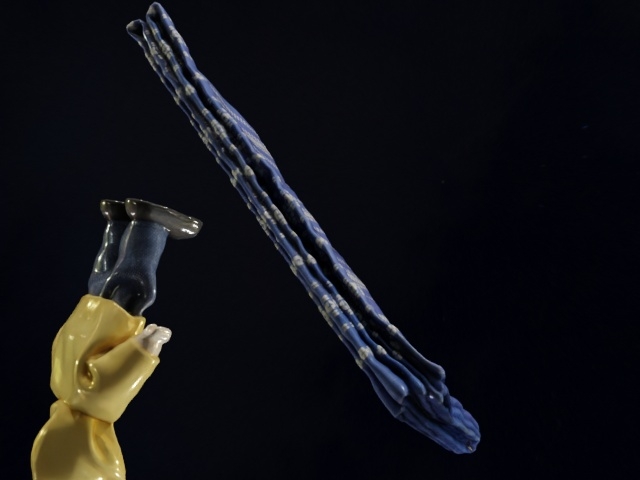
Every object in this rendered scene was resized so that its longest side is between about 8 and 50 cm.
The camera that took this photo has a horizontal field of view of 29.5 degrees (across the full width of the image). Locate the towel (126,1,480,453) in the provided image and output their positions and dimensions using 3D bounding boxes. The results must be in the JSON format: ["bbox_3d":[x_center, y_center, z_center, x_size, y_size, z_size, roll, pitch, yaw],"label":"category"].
[{"bbox_3d":[0.000,0.000,0.858,0.040,0.243,0.336,-36,-112,3],"label":"towel"}]

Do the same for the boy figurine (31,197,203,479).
[{"bbox_3d":[-0.193,0.103,1.136,0.092,0.177,0.285,20,-103,-34],"label":"boy figurine"}]
